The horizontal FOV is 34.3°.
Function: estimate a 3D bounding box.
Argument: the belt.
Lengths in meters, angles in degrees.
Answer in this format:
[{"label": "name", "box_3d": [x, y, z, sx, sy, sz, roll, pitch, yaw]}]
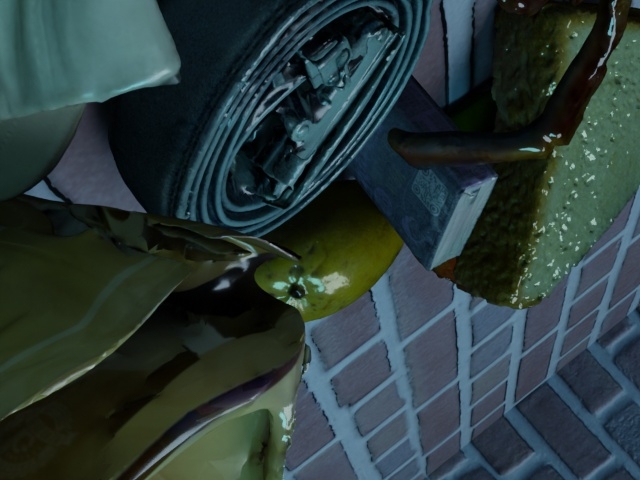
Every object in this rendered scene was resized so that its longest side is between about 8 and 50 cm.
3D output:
[{"label": "belt", "box_3d": [-0.035, -0.096, 0.690, 0.206, 0.116, 0.267, -17, 146, -52]}]

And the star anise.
[{"label": "star anise", "box_3d": [0.175, -0.185, 0.729, 0.346, 0.148, 0.237, -48, -159, 8]}]

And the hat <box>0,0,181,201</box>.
[{"label": "hat", "box_3d": [-0.227, -0.078, 0.437, 0.258, 0.168, 0.301, -19, 175, -28]}]

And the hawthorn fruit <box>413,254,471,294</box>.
[{"label": "hawthorn fruit", "box_3d": [0.188, -0.041, 1.113, 0.203, 0.163, 0.162, -60, 155, 3]}]

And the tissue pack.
[{"label": "tissue pack", "box_3d": [0.072, -0.068, 0.855, 0.051, 0.156, 0.112, -24, 153, -25]}]

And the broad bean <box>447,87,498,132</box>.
[{"label": "broad bean", "box_3d": [0.147, -0.115, 1.025, 0.254, 0.046, 0.065, -37, 141, -11]}]

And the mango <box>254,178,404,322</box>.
[{"label": "mango", "box_3d": [0.000, 0.000, 0.922, 0.195, 0.137, 0.098, -41, 128, -41]}]

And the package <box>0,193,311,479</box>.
[{"label": "package", "box_3d": [-0.153, 0.043, 0.539, 0.221, 0.311, 0.165, 20, 89, -39]}]

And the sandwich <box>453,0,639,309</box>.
[{"label": "sandwich", "box_3d": [0.252, -0.085, 1.001, 0.254, 0.100, 0.288, -2, 105, -46]}]
